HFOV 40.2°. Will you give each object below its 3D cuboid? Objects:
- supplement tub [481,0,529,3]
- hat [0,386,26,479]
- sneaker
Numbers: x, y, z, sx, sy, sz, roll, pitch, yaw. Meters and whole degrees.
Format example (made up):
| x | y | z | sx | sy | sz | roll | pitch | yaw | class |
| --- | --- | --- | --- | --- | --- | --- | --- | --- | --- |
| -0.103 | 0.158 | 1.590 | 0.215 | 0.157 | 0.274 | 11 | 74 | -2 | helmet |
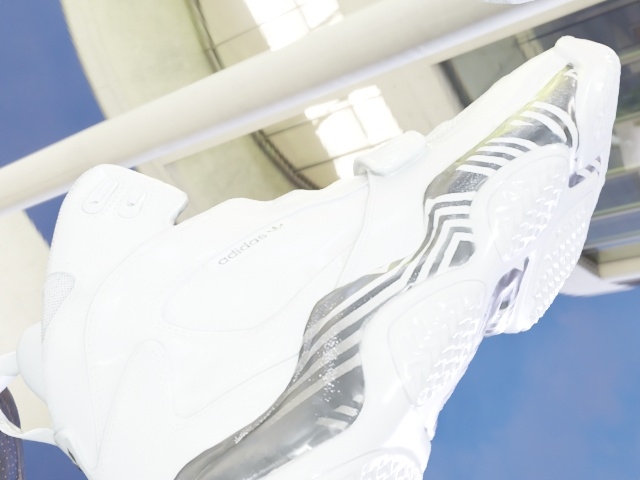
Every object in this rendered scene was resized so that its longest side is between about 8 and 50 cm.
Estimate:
| x | y | z | sx | sy | sz | roll | pitch | yaw | class |
| --- | --- | --- | --- | --- | --- | --- | --- | --- | --- |
| 0.080 | -0.206 | 0.320 | 0.144 | 0.144 | 0.199 | 32 | -93 | -42 | supplement tub |
| -0.253 | 0.188 | 0.417 | 0.331 | 0.134 | 0.331 | -179 | 90 | -90 | hat |
| 0.000 | 0.000 | 0.454 | 0.366 | 0.210 | 0.137 | -50 | -29 | -25 | sneaker |
